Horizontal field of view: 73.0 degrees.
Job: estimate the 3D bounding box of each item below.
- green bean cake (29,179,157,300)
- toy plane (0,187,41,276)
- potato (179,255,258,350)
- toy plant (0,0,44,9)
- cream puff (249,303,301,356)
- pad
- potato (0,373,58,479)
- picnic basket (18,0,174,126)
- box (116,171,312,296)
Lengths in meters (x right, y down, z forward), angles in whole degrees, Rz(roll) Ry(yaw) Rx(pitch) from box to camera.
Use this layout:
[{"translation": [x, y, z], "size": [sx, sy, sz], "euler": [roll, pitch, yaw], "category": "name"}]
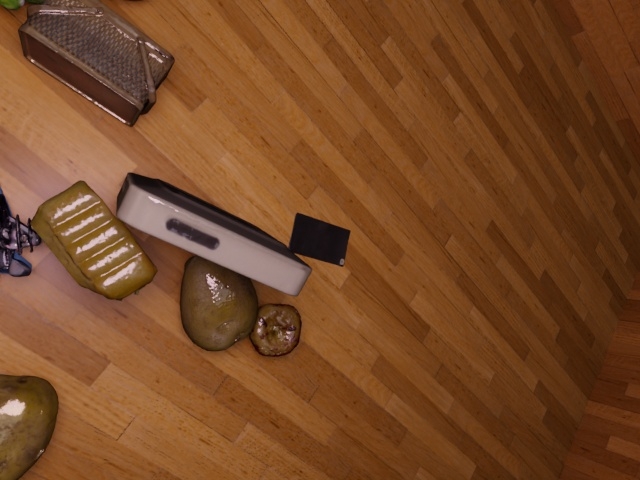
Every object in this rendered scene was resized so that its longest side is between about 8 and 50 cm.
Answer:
[{"translation": [-0.443, 0.012, 0.853], "size": [0.124, 0.236, 0.233], "euler": [-39, 105, -23], "category": "green bean cake"}, {"translation": [-0.626, -0.037, 0.829], "size": [0.169, 0.078, 0.246], "euler": [-16, 89, 5], "category": "toy plane"}, {"translation": [-0.242, 0.132, 1.010], "size": [0.174, 0.159, 0.251], "euler": [-25, 105, -50], "category": "potato"}, {"translation": [-0.642, -0.565, 0.799], "size": [0.316, 0.185, 0.224], "euler": [18, 61, -39], "category": "toy plant"}, {"translation": [-0.122, 0.228, 1.122], "size": [0.149, 0.084, 0.148], "euler": [4, 83, -29], "category": "cream puff"}, {"translation": [0.000, 0.000, 1.248], "size": [0.193, 0.004, 0.116], "euler": [18, 79, -28], "category": "pad"}, {"translation": [-0.606, 0.362, 0.793], "size": [0.197, 0.148, 0.228], "euler": [13, 80, -16], "category": "potato"}, {"translation": [-0.457, -0.377, 0.896], "size": [0.267, 0.165, 0.139], "euler": [33, 73, -25], "category": "picnic basket"}, {"translation": [-0.231, -0.027, 0.903], "size": [0.367, 0.373, 0.090], "euler": [28, 90, -28], "category": "box"}]
